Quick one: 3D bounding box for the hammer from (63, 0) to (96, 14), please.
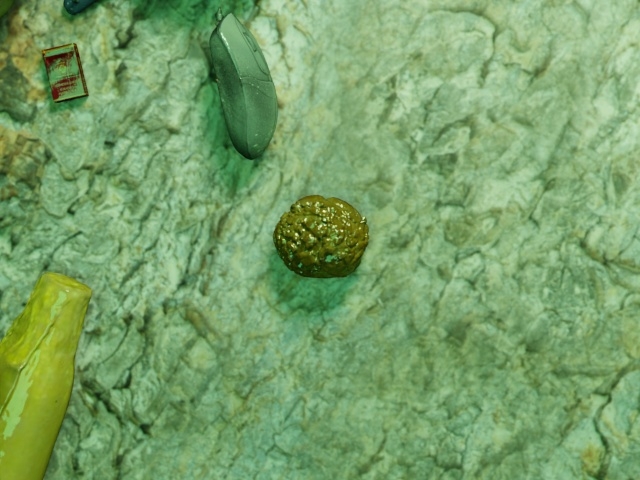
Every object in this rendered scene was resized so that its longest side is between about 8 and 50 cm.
[{"bbox_3d":[-0.302,-0.392,1.519,0.194,0.069,0.116,-27,94,13],"label":"hammer"}]

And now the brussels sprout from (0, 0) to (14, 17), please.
[{"bbox_3d":[-0.525,-0.441,1.400,0.281,0.289,0.354,-3,70,3],"label":"brussels sprout"}]

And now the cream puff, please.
[{"bbox_3d":[0.000,-0.003,1.517,0.144,0.103,0.126,10,97,7],"label":"cream puff"}]

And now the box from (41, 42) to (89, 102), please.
[{"bbox_3d":[-0.389,-0.255,1.551,0.052,0.023,0.082,-12,95,3],"label":"box"}]

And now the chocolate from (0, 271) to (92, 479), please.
[{"bbox_3d":[-0.471,0.260,1.550,0.162,0.162,0.445,21,93,1],"label":"chocolate"}]

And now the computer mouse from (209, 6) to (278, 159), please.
[{"bbox_3d":[-0.104,-0.234,1.499,0.068,0.113,0.229,-8,99,18],"label":"computer mouse"}]
